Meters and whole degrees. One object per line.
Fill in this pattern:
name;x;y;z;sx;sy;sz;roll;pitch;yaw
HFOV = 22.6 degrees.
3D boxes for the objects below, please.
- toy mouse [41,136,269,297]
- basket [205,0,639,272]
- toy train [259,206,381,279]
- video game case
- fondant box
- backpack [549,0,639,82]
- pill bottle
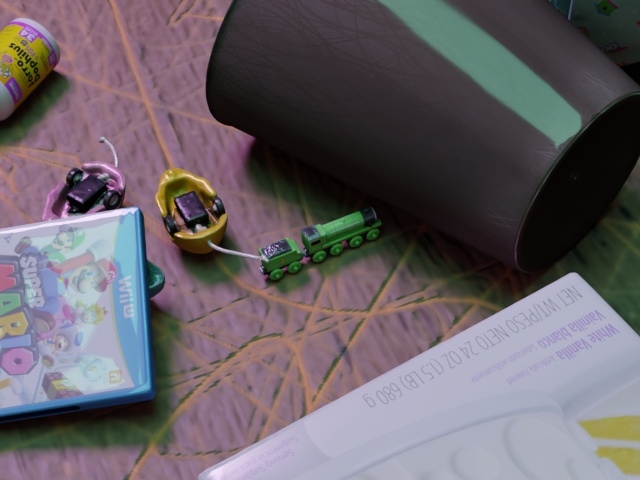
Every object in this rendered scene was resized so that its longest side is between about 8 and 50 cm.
toy mouse;-0.131;0.001;0.991;0.143;0.031;0.161;-26;52;-17
basket;0.075;-0.097;0.980;0.227;0.154;0.204;37;93;25
toy train;0.000;0.000;0.986;0.083;0.024;0.017;-23;51;-14
video game case;-0.182;0.048;0.935;0.166;0.015;0.119;-9;64;5
fondant box;0.126;0.194;0.761;0.238;0.096;0.330;-27;53;-18
backpack;0.189;-0.185;1.026;0.152;0.182;0.115;-20;50;-13
pill bottle;-0.216;-0.110;1.087;0.043;0.043;0.083;21;54;21
